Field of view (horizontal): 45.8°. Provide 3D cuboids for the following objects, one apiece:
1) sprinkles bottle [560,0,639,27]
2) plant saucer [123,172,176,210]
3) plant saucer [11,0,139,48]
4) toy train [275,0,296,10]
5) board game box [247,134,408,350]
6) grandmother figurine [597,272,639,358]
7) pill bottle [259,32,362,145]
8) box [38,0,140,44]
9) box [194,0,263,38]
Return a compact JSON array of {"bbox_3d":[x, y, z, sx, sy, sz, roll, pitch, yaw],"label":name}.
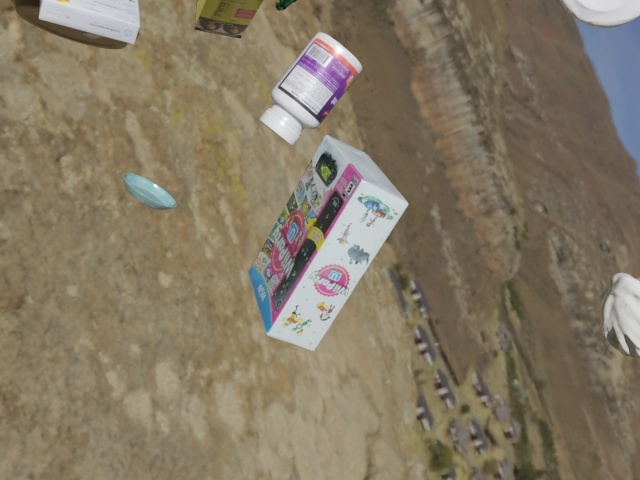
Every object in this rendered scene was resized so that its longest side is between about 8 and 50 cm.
[{"bbox_3d":[0.411,-0.364,0.950,0.355,0.121,0.121,-36,106,-45],"label":"sprinkles bottle"},{"bbox_3d":[-0.343,-0.092,1.505,0.119,0.021,0.119,33,11,-7],"label":"plant saucer"},{"bbox_3d":[-0.532,-0.475,1.638,0.278,0.277,0.041,20,82,-65],"label":"plant saucer"},{"bbox_3d":[-0.063,-0.506,1.589,0.083,0.023,0.017,-49,155,-26],"label":"toy train"},{"bbox_3d":[0.000,0.000,1.301,0.097,0.303,0.224,23,18,-24],"label":"board game box"},{"bbox_3d":[0.430,-0.003,0.764,0.104,0.342,0.208,51,10,5],"label":"grandmother figurine"},{"bbox_3d":[-0.022,-0.272,1.387,0.108,0.193,0.108,39,3,-3],"label":"pill bottle"},{"bbox_3d":[-0.364,-0.392,1.198,0.145,0.038,0.186,9,41,-27],"label":"box"},{"bbox_3d":[-0.135,-0.383,1.167,0.232,0.087,0.058,163,-68,-70],"label":"box"}]
